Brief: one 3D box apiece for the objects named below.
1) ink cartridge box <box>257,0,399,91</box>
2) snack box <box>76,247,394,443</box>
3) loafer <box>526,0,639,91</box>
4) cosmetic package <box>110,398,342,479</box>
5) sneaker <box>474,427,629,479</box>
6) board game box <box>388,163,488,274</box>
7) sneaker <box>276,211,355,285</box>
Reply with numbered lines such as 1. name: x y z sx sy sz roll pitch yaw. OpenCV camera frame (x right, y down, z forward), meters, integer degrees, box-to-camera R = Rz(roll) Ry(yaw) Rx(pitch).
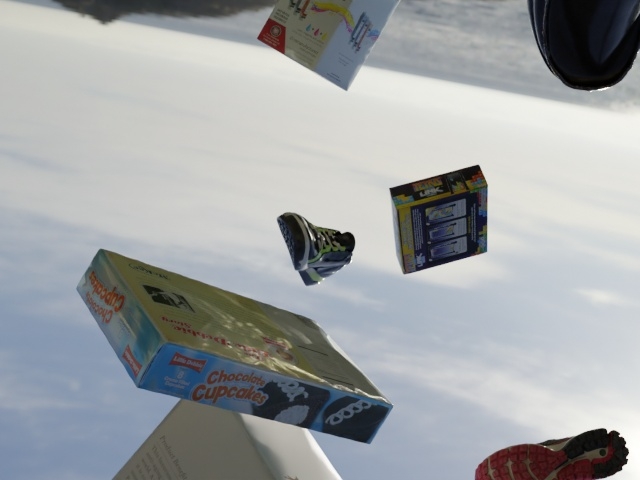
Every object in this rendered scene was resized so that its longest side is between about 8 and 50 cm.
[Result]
1. ink cartridge box: 0.015 -0.354 1.692 0.128 0.176 0.127 34 -172 28
2. snack box: -0.088 0.118 1.149 0.322 0.060 0.187 22 -166 -40
3. loafer: 0.178 -0.175 0.678 0.080 0.220 0.078 -5 -133 4
4. cosmetic package: -0.189 0.416 1.409 0.161 0.453 0.230 24 -159 -50
5. sneaker: 0.444 0.446 2.061 0.299 0.121 0.112 -10 166 -6
6. board game box: 0.181 -0.029 1.614 0.141 0.170 0.048 -14 -127 -2
7. sneaker: 0.000 0.000 1.556 0.097 0.084 0.235 -21 166 1
